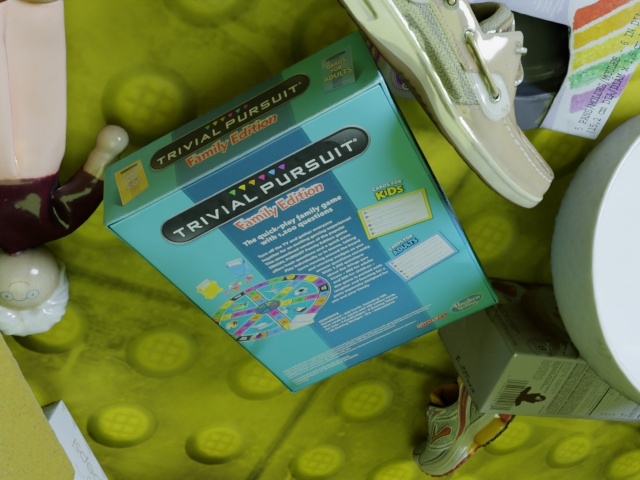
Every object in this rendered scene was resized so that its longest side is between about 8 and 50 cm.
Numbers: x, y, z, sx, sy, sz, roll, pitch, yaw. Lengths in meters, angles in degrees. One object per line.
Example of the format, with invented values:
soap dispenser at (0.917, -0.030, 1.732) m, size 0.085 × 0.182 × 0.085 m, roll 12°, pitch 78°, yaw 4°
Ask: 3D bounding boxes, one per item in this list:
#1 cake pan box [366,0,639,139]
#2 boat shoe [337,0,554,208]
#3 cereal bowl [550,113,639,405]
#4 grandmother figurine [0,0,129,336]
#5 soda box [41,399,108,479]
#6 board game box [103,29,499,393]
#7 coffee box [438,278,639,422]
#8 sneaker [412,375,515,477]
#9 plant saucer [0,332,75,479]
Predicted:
cake pan box at (0.188, -0.227, 0.648) m, size 0.246 × 0.070 × 0.266 m, roll 10°, pitch 123°, yaw -18°
boat shoe at (0.118, -0.144, 0.586) m, size 0.098 × 0.109 × 0.302 m, roll -36°, pitch 119°, yaw 16°
cereal bowl at (0.383, 0.017, 0.784) m, size 0.339 × 0.141 × 0.338 m, roll -1°, pitch 92°, yaw -20°
grandmother figurine at (-0.274, -0.062, 0.632) m, size 0.208 × 0.104 × 0.342 m, roll 3°, pitch 122°, yaw -6°
soda box at (-0.290, 0.301, 0.858) m, size 0.069 × 0.074 × 0.216 m, roll -22°, pitch 105°, yaw 2°
board game box at (0.000, 0.000, 0.713) m, size 0.254 × 0.079 × 0.336 m, roll -26°, pitch 136°, yaw 11°
coffee box at (0.288, 0.132, 0.886) m, size 0.247 × 0.141 × 0.098 m, roll 8°, pitch 123°, yaw -20°
sneaker at (0.179, 0.232, 0.968) m, size 0.088 × 0.093 × 0.225 m, roll -36°, pitch 163°, yaw -43°
plant saucer at (-0.450, 0.162, 0.697) m, size 0.333 × 0.081 × 0.332 m, roll -6°, pitch 124°, yaw 8°
